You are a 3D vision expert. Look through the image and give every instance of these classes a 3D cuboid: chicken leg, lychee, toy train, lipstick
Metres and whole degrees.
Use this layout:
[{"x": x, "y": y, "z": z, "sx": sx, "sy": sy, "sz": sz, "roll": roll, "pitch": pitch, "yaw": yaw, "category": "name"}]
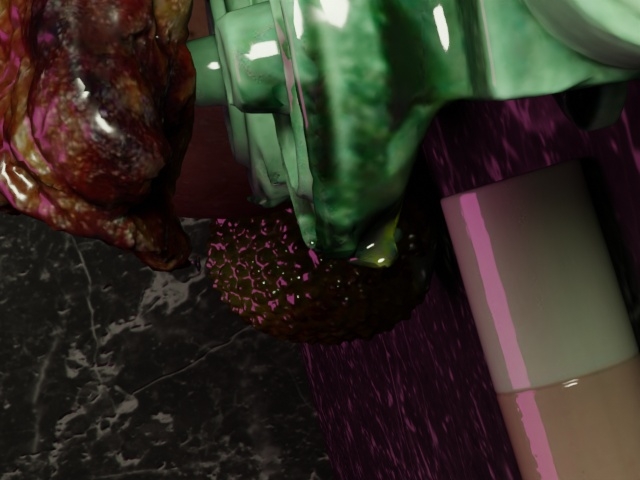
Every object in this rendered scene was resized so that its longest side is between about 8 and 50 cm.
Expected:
[{"x": -0.078, "y": -0.100, "z": 0.565, "sx": 0.322, "sy": 0.083, "sz": 0.177, "roll": -113, "pitch": 30, "yaw": -68, "category": "chicken leg"}, {"x": 0.000, "y": 0.000, "z": 1.236, "sx": 0.171, "sy": 0.171, "sz": 0.171, "roll": 163, "pitch": 90, "yaw": -84, "category": "lychee"}, {"x": 0.037, "y": -0.147, "z": 0.524, "sx": 0.442, "sy": 0.179, "sz": 0.272, "roll": -144, "pitch": 44, "yaw": -82, "category": "toy train"}, {"x": 0.124, "y": 0.092, "z": 0.800, "sx": 0.070, "sy": 0.070, "sz": 0.254, "roll": 165, "pitch": 88, "yaw": -84, "category": "lipstick"}]

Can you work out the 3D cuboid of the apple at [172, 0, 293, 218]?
[{"x": -0.062, "y": -0.156, "z": 1.032, "sx": 0.306, "sy": 0.235, "sz": 0.305, "roll": 163, "pitch": 90, "yaw": -82, "category": "apple"}]
